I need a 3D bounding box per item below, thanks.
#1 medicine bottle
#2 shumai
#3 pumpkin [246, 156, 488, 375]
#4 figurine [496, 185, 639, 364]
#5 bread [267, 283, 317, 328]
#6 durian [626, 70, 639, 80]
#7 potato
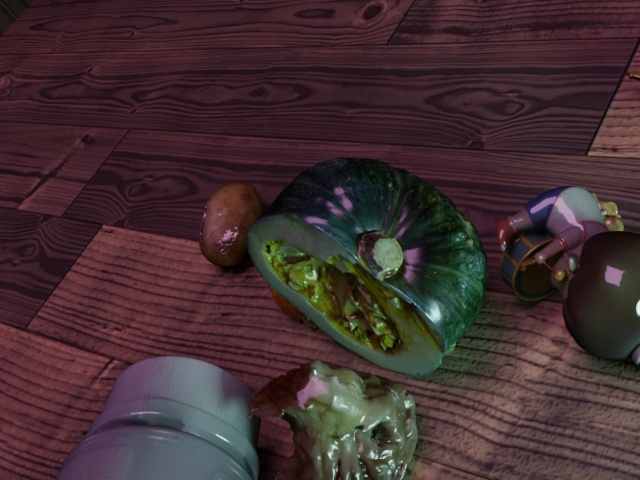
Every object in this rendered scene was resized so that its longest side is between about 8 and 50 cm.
[{"bbox_3d":[-0.191,0.312,1.050,0.245,0.245,0.306,-17,35,20],"label":"medicine bottle"},{"bbox_3d":[0.008,0.227,1.052,0.166,0.175,0.206,8,59,38],"label":"shumai"},{"bbox_3d":[0.081,0.007,1.141,0.197,0.293,0.263,-52,3,-24],"label":"pumpkin"},{"bbox_3d":[0.326,0.053,1.039,0.275,0.161,0.158,56,131,52],"label":"figurine"},{"bbox_3d":[-0.002,-0.010,1.319,0.129,0.134,0.260,3,53,37],"label":"bread"},{"bbox_3d":[0.506,-0.221,1.212,0.146,0.102,0.208,-51,39,-9],"label":"durian"},{"bbox_3d":[-0.146,-0.026,1.473,0.107,0.080,0.170,-13,47,12],"label":"potato"}]
